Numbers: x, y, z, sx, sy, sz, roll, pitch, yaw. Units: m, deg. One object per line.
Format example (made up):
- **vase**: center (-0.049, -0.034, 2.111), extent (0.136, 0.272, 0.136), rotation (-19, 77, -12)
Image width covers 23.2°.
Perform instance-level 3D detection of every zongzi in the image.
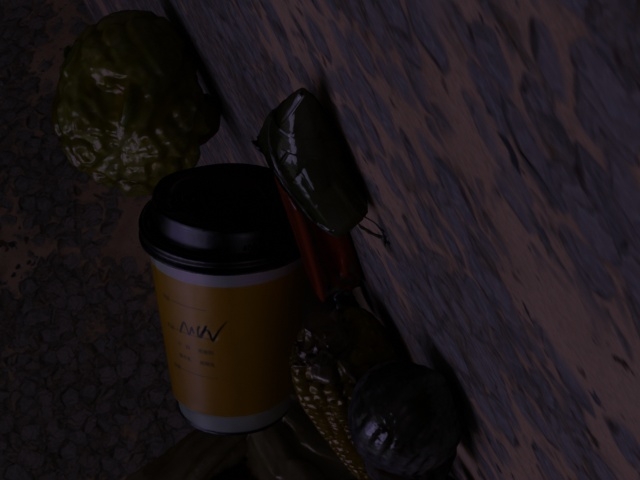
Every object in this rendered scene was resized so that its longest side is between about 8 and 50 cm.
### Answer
- **zongzi**: center (0.012, -0.049, 1.267), extent (0.154, 0.062, 0.130), rotation (55, 162, -1)

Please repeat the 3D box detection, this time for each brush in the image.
- **brush**: center (-0.001, 0.000, 1.565), extent (0.070, 0.051, 0.323), rotation (54, 171, 38)

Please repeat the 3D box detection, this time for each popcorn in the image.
- **popcorn**: center (-0.242, -0.194, 2.084), extent (0.237, 0.206, 0.251), rotation (49, -147, -29)

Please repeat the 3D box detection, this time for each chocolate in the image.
- **chocolate**: center (0.080, 0.179, 1.466), extent (0.110, 0.110, 0.248), rotation (59, 174, 23)

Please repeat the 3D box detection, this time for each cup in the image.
- **cup**: center (-0.097, 0.064, 1.709), extent (0.196, 0.196, 0.279), rotation (-128, 32, -56)

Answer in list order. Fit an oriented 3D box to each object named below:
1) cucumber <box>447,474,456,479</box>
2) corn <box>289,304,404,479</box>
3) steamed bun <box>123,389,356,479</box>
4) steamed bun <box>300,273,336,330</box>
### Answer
- **cucumber**: center (0.173, 0.340, 1.610), extent (0.243, 0.063, 0.115), rotation (60, -178, 11)
- **corn**: center (0.051, 0.183, 1.661), extent (0.119, 0.119, 0.321), rotation (55, 172, 48)
- **steamed bun**: center (-0.038, 0.254, 1.883), extent (0.189, 0.428, 0.247), rotation (47, 132, 14)
- **steamed bun**: center (-0.075, 0.073, 1.931), extent (0.146, 0.164, 0.241), rotation (62, -164, -15)
